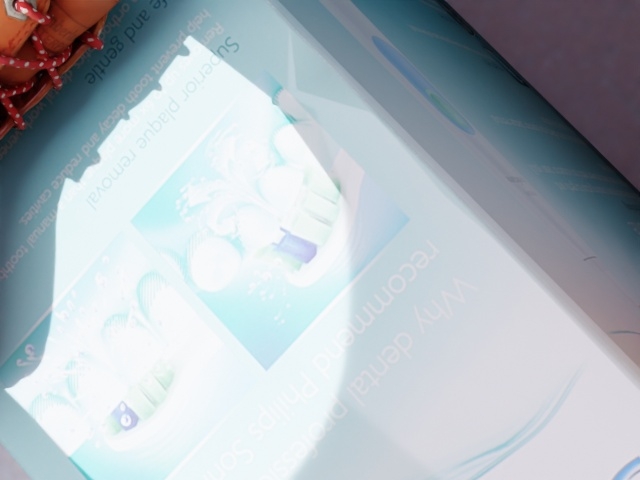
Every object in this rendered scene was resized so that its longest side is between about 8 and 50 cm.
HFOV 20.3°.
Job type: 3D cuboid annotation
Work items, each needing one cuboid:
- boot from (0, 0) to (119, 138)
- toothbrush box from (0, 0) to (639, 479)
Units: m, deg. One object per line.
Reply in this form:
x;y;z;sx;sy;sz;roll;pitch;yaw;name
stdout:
-0.085;-0.032;0.377;0.085;0.059;0.158;5;91;15;boot
0.000;0.000;0.490;0.295;0.216;0.126;45;105;13;toothbrush box
